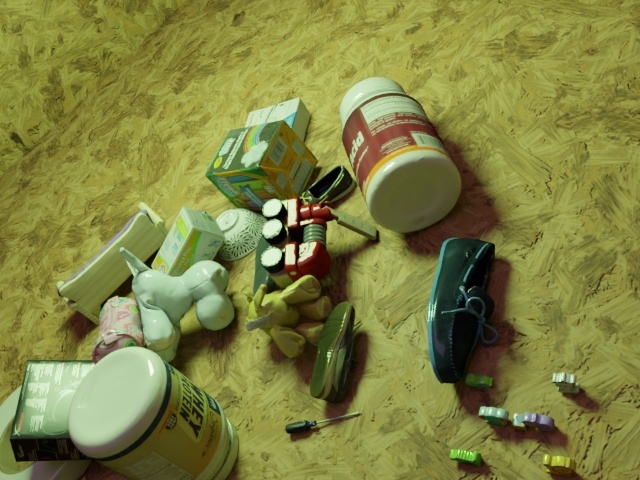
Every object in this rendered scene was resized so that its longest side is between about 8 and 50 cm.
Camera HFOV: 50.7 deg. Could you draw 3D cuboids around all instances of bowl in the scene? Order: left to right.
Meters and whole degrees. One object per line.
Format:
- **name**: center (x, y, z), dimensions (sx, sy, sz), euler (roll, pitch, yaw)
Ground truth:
- **bowl**: center (-0.243, -0.034, 1.888), dimensions (0.170, 0.080, 0.170), euler (-18, 46, 20)

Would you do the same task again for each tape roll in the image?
- **tape roll**: center (-0.732, 0.515, 1.747), dimensions (0.391, 0.072, 0.392), euler (-18, 46, 20)

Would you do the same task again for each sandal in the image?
- **sandal**: center (-0.128, 0.051, 1.752), dimensions (0.097, 0.054, 0.255), euler (-40, 33, 42)

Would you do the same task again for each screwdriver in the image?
- **screwdriver**: center (0.003, 0.373, 1.398), dimensions (0.169, 0.025, 0.024), euler (-21, 44, 19)

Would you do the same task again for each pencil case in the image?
- **pencil case**: center (-0.499, 0.230, 1.672), dimensions (0.124, 0.124, 0.284), euler (-39, 20, -2)

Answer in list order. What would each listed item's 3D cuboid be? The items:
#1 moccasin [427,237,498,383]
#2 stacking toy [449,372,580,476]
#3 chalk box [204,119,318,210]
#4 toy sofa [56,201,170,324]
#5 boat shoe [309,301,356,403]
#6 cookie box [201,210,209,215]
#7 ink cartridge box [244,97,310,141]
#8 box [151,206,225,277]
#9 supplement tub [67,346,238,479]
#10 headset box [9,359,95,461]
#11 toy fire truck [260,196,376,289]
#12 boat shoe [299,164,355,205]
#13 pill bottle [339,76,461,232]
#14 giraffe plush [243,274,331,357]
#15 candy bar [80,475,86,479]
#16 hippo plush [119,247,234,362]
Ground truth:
- **moccasin**: center (0.288, 0.120, 1.344), dimensions (0.116, 0.138, 0.342), euler (-5, 52, 25)
- **stacking toy**: center (0.344, 0.316, 1.192), dimensions (0.221, 0.052, 0.167), euler (-4, 52, 33)
- **chalk box**: center (-0.190, -0.204, 1.923), dimensions (0.288, 0.179, 0.180), euler (-2, 53, 42)
- **toy sofa**: center (-0.613, 0.052, 1.997), dimensions (0.362, 0.177, 0.150), euler (-46, 43, -8)
- **boat shoe**: center (0.039, 0.243, 1.455), dimensions (0.080, 0.073, 0.224), euler (-25, 41, 51)
- **cookie box**: center (-0.376, -0.025, 2.001), dimensions (0.107, 0.040, 0.092), euler (-26, 44, 14)
- **ink cartridge box**: center (-0.139, -0.349, 2.096), dimensions (0.190, 0.082, 0.140), euler (-10, 49, 26)
- **box**: center (-0.362, 0.031, 1.839), dimensions (0.203, 0.103, 0.114), euler (-58, 38, 18)
- **supplement tub**: center (-0.334, 0.387, 1.398), dimensions (0.228, 0.316, 0.228), euler (-19, 45, 20)
- **headset box**: center (-0.561, 0.403, 1.615), dimensions (0.293, 0.110, 0.218), euler (2, 45, -12)
- **toy fire truck**: center (0.000, 0.000, 1.619), dimensions (0.246, 0.158, 0.217), euler (-13, 54, 16)
- **boat shoe**: center (-0.014, -0.115, 1.809), dimensions (0.227, 0.069, 0.081), euler (-39, 41, -1)
- **pill bottle**: center (0.178, -0.225, 1.659), dimensions (0.224, 0.224, 0.392), euler (-28, 42, 11)
- **giraffe plush**: center (-0.096, 0.170, 1.549), dimensions (0.170, 0.210, 0.182), euler (176, 93, -67)
- **candy bar**: center (-0.606, 0.633, 1.594), dimensions (0.161, 0.018, 0.040), euler (-49, 43, -13)
- **hippo plush**: center (-0.346, 0.143, 1.725), dimensions (0.236, 0.234, 0.294), euler (-16, 85, -12)
